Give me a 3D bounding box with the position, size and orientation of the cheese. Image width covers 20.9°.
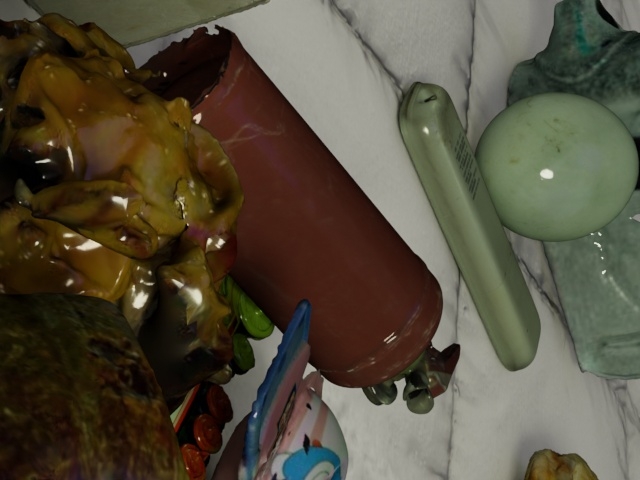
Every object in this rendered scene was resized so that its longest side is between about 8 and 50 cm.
[{"bbox_3d":[-0.030,0.148,1.077,0.286,0.074,0.189,95,15,-52],"label":"cheese"}]

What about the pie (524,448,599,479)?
[{"bbox_3d":[0.234,0.298,1.645,0.179,0.084,0.205,-60,135,-55],"label":"pie"}]

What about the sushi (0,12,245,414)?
[{"bbox_3d":[-0.133,-0.009,0.877,0.200,0.204,0.213,45,35,-43],"label":"sushi"}]

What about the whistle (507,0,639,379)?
[{"bbox_3d":[0.315,-0.060,1.879,0.188,0.168,0.404,41,43,-53],"label":"whistle"}]

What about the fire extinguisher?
[{"bbox_3d":[0.000,0.000,1.160,0.337,0.106,0.147,50,25,-31],"label":"fire extinguisher"}]

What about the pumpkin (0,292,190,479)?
[{"bbox_3d":[-0.133,0.157,0.766,0.222,0.139,0.317,-127,-154,-50],"label":"pumpkin"}]

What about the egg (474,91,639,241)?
[{"bbox_3d":[0.237,-0.073,1.735,0.192,0.149,0.149,-2,80,-44],"label":"egg"}]

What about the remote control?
[{"bbox_3d":[0.148,-0.011,1.660,0.309,0.038,0.090,64,27,-28],"label":"remote control"}]

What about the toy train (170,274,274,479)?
[{"bbox_3d":[-0.079,0.074,1.133,0.085,0.053,0.249,56,32,-23],"label":"toy train"}]

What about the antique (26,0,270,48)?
[{"bbox_3d":[-0.120,-0.224,1.070,0.152,0.147,0.148,50,35,-46],"label":"antique"}]
